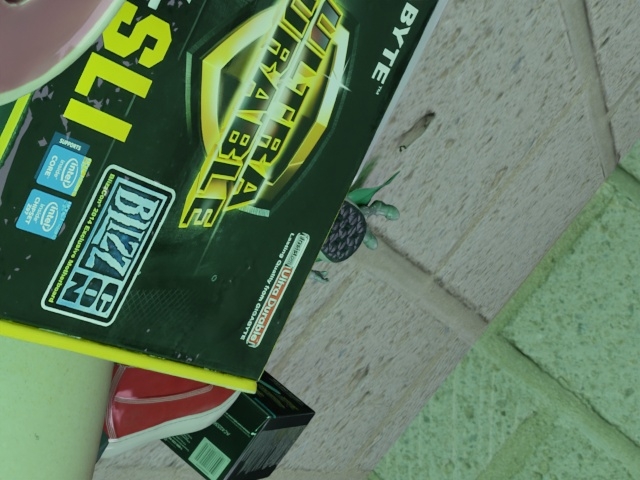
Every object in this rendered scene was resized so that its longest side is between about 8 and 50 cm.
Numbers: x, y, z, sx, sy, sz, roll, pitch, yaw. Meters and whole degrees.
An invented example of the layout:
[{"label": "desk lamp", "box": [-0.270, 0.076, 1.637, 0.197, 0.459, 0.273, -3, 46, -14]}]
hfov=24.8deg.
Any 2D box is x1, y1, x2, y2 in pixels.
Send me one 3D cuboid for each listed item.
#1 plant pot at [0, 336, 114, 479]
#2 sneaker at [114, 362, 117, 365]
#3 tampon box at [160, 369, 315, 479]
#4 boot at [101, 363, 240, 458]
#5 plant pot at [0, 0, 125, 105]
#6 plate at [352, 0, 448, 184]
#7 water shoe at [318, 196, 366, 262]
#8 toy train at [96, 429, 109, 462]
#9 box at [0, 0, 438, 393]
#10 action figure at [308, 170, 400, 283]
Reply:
[{"label": "plant pot", "box": [-0.228, 0.066, 0.870, 0.256, 0.256, 0.274, 45, 67, -73]}, {"label": "sneaker", "box": [-0.184, 0.041, 1.140, 0.130, 0.087, 0.227, -53, 166, 9]}, {"label": "tampon box", "box": [-0.100, 0.197, 1.628, 0.101, 0.120, 0.161, -53, 163, 6]}, {"label": "boot", "box": [-0.129, 0.104, 1.426, 0.244, 0.088, 0.176, -20, 144, -54]}, {"label": "plant pot", "box": [-0.172, -0.155, 0.588, 0.201, 0.180, 0.201, -46, 164, -18]}, {"label": "plate", "box": [-0.004, -0.126, 1.329, 0.278, 0.045, 0.277, -30, 154, -51]}, {"label": "water shoe", "box": [-0.036, -0.050, 1.220, 0.073, 0.080, 0.203, -50, 138, -13]}, {"label": "toy train", "box": [-0.307, 0.265, 1.225, 0.334, 0.142, 0.190, -58, 172, 22]}, {"label": "box", "box": [-0.064, -0.094, 0.764, 0.257, 0.079, 0.322, 23, 93, -52]}, {"label": "action figure", "box": [0.000, 0.000, 1.590, 0.232, 0.063, 0.137, -21, 149, -53]}]
